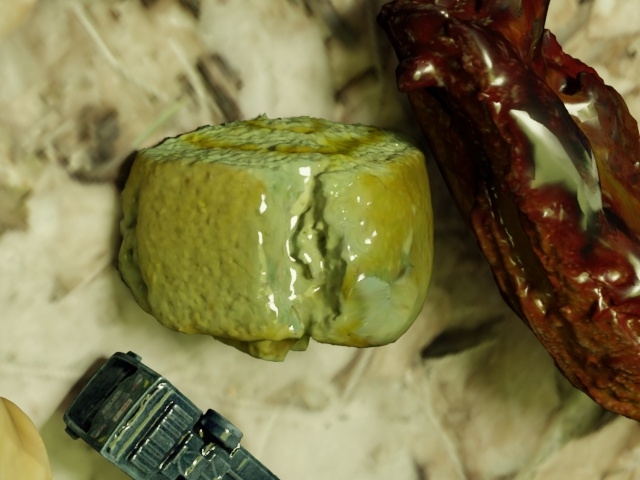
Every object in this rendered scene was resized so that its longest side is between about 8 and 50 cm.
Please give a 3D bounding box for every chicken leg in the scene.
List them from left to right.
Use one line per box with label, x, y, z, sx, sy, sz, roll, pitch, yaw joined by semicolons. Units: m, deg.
chicken leg;0.156;0.017;0.924;0.407;0.096;0.158;38;44;-36

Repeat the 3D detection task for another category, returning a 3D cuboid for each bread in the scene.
bread;0.006;0.000;0.825;0.156;0.110;0.103;-6;101;-34

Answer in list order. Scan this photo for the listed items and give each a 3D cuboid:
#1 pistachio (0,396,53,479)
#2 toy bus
pistachio;-0.204;0.124;0.702;0.229;0.157;0.157;-43;123;0
toy bus;-0.043;0.111;0.851;0.047;0.065;0.166;-51;126;-9
